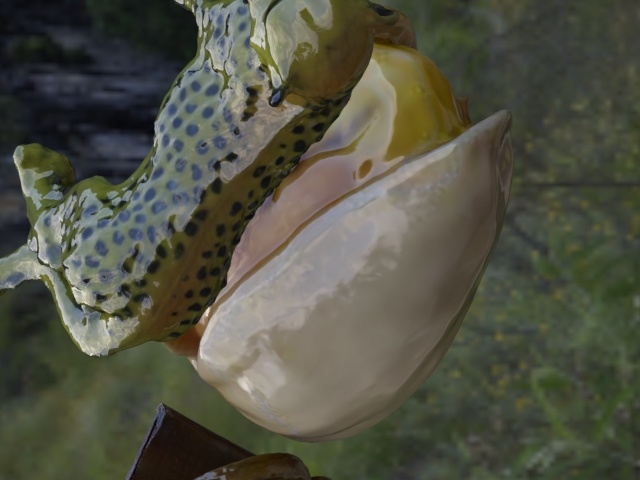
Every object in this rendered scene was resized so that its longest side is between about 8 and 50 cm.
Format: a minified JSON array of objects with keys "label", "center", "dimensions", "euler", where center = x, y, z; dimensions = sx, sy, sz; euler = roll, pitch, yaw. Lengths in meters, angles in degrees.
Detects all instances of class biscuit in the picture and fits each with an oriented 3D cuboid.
[{"label":"biscuit","center":[-0.052,0.183,1.172],"dimensions":[0.124,0.175,0.026],"euler":[-36,61,12]}]

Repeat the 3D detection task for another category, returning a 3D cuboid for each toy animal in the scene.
[{"label":"toy animal","center":[-0.049,-0.022,0.580],"dimensions":[0.181,0.073,0.136],"euler":[-52,29,12]}]

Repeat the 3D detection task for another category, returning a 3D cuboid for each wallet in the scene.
[{"label":"wallet","center":[-0.090,0.228,1.621],"dimensions":[0.095,0.176,0.026],"euler":[-64,20,-10]}]

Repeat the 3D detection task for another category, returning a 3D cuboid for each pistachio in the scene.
[{"label":"pistachio","center":[0.000,0.000,1.123],"dimensions":[0.309,0.229,0.230],"euler":[-61,35,39]}]
